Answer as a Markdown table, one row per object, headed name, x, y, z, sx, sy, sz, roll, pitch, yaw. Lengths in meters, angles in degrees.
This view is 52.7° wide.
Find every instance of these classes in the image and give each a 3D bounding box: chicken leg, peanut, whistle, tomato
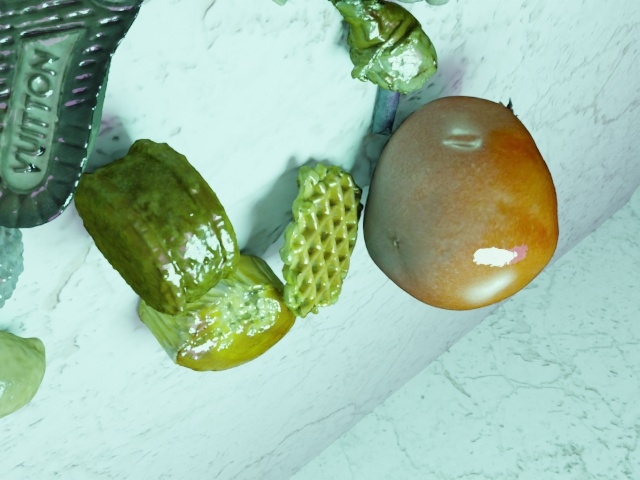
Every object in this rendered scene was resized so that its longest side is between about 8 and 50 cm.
| name | x | y | z | sx | sy | sz | roll | pitch | yaw |
| --- | --- | --- | --- | --- | --- | --- | --- | --- | --- |
| chicken leg | 0.070 | -0.258 | 0.816 | 0.103 | 0.088 | 0.228 | -27 | 151 | 28 |
| peanut | -0.414 | 0.168 | 0.691 | 0.253 | 0.122 | 0.137 | -29 | 159 | -38 |
| whistle | 0.105 | -0.226 | 0.967 | 0.033 | 0.033 | 0.176 | -31 | 150 | -27 |
| tomato | 0.211 | -0.058 | 1.042 | 0.273 | 0.341 | 0.341 | -20 | 147 | -18 |

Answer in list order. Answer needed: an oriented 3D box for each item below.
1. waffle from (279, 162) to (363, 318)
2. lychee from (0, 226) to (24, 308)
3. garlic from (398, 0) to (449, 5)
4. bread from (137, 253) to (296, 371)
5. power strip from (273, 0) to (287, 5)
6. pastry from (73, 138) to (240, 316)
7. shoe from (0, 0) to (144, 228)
| name | x | y | z | sx | sy | sz | roll | pitch | yaw |
| --- | --- | --- | --- | --- | --- | --- | --- | --- | --- |
| waffle | 0.000 | 0.000 | 1.011 | 0.243 | 0.059 | 0.237 | 7 | 95 | -66 |
| lychee | -0.326 | 0.005 | 0.524 | 0.165 | 0.165 | 0.197 | -7 | 144 | -52 |
| garlic | 0.123 | -0.345 | 0.703 | 0.127 | 0.131 | 0.194 | -35 | 161 | -26 |
| bread | -0.144 | 0.112 | 0.989 | 0.179 | 0.133 | 0.250 | -46 | 153 | 11 |
| power strip | -0.062 | -0.284 | 0.639 | 0.056 | 0.032 | 0.123 | -54 | 152 | 14 |
| pastry | -0.177 | -0.014 | 0.696 | 0.103 | 0.189 | 0.188 | -37 | 154 | -27 |
| shoe | -0.219 | -0.158 | 0.527 | 0.109 | 0.149 | 0.293 | 15 | 90 | -26 |
